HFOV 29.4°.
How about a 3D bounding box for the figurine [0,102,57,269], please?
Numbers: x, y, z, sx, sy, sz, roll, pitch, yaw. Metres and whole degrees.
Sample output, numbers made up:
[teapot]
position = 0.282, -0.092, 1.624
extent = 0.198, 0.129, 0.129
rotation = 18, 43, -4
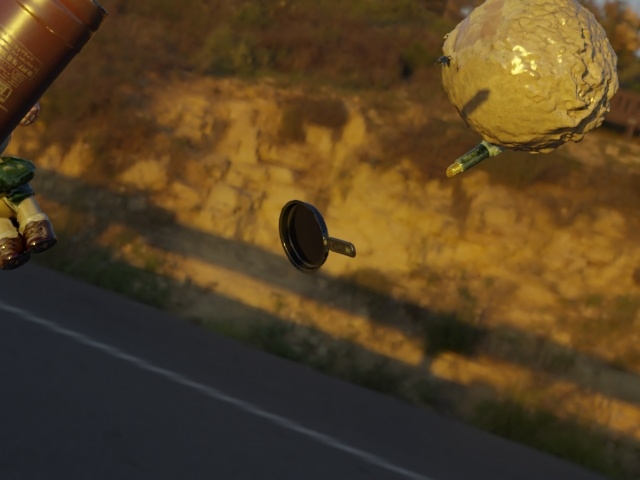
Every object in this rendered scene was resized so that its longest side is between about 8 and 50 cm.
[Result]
[figurine]
position = -0.560, -0.134, 2.003
extent = 0.370, 0.281, 0.167
rotation = 59, 7, 7

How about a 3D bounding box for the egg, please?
[egg]
position = 0.320, -0.260, 1.872
extent = 0.279, 0.279, 0.310
rotation = 17, 22, -5

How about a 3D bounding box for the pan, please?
[pan]
position = 0.000, 0.000, 2.141
extent = 0.028, 0.136, 0.235
rotation = -15, 17, -31

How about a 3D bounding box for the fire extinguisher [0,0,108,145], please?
[fire extinguisher]
position = -0.377, -0.145, 1.255
extent = 0.138, 0.344, 0.102
rotation = 41, 1, 5

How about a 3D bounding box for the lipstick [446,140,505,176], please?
[lipstick]
position = 0.259, -0.141, 2.052
extent = 0.116, 0.037, 0.037
rotation = -31, 23, -18
